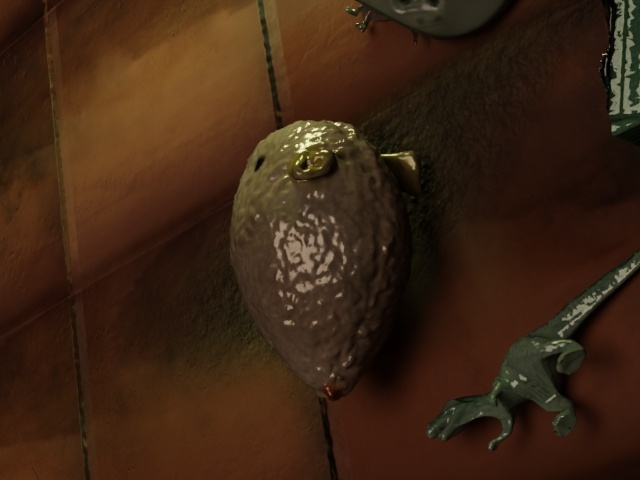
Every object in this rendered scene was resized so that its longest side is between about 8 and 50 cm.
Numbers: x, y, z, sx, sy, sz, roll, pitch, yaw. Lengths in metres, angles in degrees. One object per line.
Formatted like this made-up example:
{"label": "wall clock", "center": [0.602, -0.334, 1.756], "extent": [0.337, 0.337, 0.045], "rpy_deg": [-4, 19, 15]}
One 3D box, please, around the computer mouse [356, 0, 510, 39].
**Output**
{"label": "computer mouse", "center": [0.078, -0.360, 1.431], "extent": [0.331, 0.095, 0.197], "rpy_deg": [32, 126, 11]}

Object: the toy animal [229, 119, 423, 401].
{"label": "toy animal", "center": [0.002, 0.006, 1.451], "extent": [0.226, 0.188, 0.358], "rpy_deg": [-35, 59, 42]}

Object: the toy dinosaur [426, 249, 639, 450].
{"label": "toy dinosaur", "center": [0.253, 0.113, 1.254], "extent": [0.383, 0.076, 0.129], "rpy_deg": [-42, 35, 23]}

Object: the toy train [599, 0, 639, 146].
{"label": "toy train", "center": [0.365, -0.239, 1.173], "extent": [0.178, 0.138, 0.330], "rpy_deg": [-1, 82, 41]}

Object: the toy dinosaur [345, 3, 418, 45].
{"label": "toy dinosaur", "center": [0.076, -0.312, 1.550], "extent": [0.108, 0.032, 0.220], "rpy_deg": [-48, 50, 31]}
